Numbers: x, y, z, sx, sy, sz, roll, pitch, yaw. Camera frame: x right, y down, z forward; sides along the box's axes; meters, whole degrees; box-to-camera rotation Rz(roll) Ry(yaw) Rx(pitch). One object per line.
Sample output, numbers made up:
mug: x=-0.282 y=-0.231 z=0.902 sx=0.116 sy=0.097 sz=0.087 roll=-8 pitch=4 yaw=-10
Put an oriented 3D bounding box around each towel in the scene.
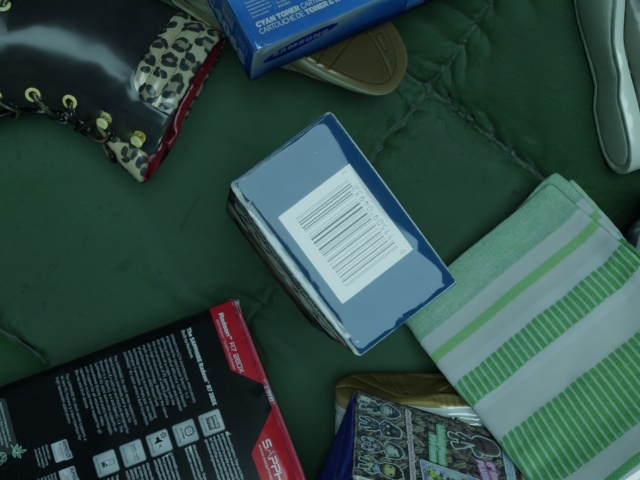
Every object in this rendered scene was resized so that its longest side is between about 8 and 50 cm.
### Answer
towel: x=0.251 y=0.101 z=0.936 sx=0.248 sy=0.038 sz=0.325 roll=-41 pitch=49 yaw=6

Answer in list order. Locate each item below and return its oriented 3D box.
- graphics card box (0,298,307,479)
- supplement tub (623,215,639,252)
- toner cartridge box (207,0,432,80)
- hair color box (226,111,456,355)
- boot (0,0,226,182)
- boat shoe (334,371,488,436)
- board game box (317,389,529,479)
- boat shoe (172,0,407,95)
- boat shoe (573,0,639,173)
graphics card box: x=-0.217 y=0.236 z=0.951 sx=0.371 sy=0.094 sz=0.233 roll=-21 pitch=72 yaw=-7
supplement tub: x=0.408 y=0.098 z=0.996 sx=0.193 sy=0.193 sz=0.316 roll=12 pitch=88 yaw=-5
toner cartridge box: x=0.047 y=-0.313 z=0.945 sx=0.347 sy=0.075 sz=0.165 roll=-27 pitch=82 yaw=-13
hair color box: x=0.000 y=0.000 z=0.880 sx=0.105 sy=0.347 sz=0.174 roll=-37 pitch=92 yaw=-5
boot: x=-0.300 y=-0.146 z=0.966 sx=0.284 sy=0.138 sz=0.377 roll=30 pitch=81 yaw=-4
boat shoe: x=0.151 y=0.204 z=1.026 sx=0.277 sy=0.098 sz=0.096 roll=2 pitch=108 yaw=-3
board game box: x=0.134 y=0.321 z=0.947 sx=0.291 sy=0.141 sz=0.232 roll=18 pitch=116 yaw=-5
boat shoe: x=-0.046 y=-0.245 z=1.009 sx=0.302 sy=0.098 sz=0.109 roll=27 pitch=73 yaw=-2
boat shoe: x=0.357 y=-0.233 z=1.043 sx=0.091 sy=0.109 sz=0.305 roll=-11 pitch=96 yaw=-6
